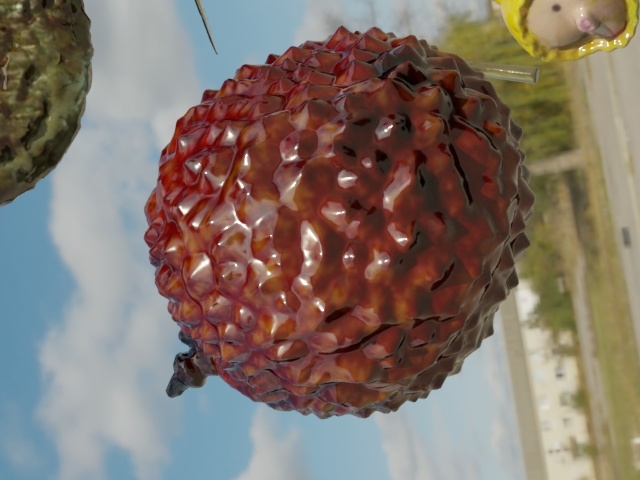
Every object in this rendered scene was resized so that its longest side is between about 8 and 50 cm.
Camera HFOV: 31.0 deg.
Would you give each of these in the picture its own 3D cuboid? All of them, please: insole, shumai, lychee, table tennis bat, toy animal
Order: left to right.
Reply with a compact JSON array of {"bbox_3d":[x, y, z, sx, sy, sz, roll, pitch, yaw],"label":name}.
[{"bbox_3d":[-0.442,-0.200,1.323,0.348,0.395,0.395,151,110,-77],"label":"shumai"},{"bbox_3d":[-0.197,-0.408,1.575,0.111,0.007,0.328,-109,-1,-73],"label":"insole"},{"bbox_3d":[0.000,0.000,1.263,0.424,0.500,0.424,43,-176,-4],"label":"lychee"},{"bbox_3d":[0.177,-0.235,1.559,0.131,0.234,0.022,-31,-52,-63],"label":"table tennis bat"},{"bbox_3d":[0.261,-0.274,1.070,0.156,0.230,0.156,39,-158,-19],"label":"toy animal"}]
